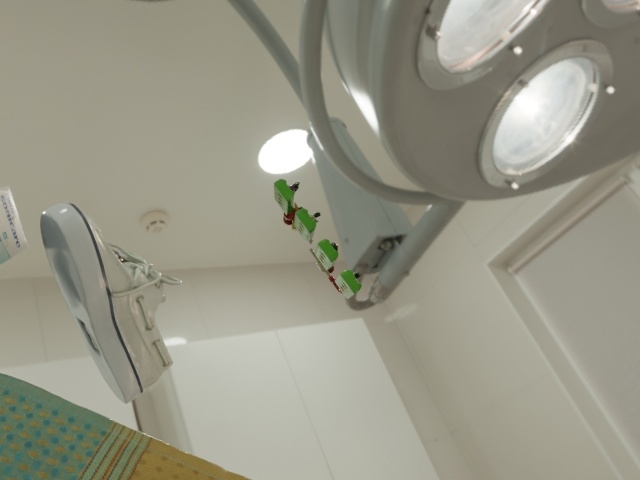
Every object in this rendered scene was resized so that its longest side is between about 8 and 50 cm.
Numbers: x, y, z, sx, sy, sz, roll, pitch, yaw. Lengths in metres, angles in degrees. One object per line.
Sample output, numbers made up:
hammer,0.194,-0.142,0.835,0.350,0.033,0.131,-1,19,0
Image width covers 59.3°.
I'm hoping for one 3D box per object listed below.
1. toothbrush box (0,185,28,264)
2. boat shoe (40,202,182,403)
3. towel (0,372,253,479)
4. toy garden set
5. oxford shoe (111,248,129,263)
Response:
toothbrush box,-0.649,0.015,0.889,0.216,0.126,0.295,-9,15,3
boat shoe,-0.295,0.084,0.870,0.156,0.135,0.367,-33,-49,-33
towel,-0.147,0.238,0.400,0.271,0.370,0.040,-74,9,-74
toy garden set,0.000,0.000,1.089,0.049,0.244,0.204,-35,-6,-9
oxford shoe,-0.407,0.051,1.062,0.227,0.083,0.096,32,-17,-25
